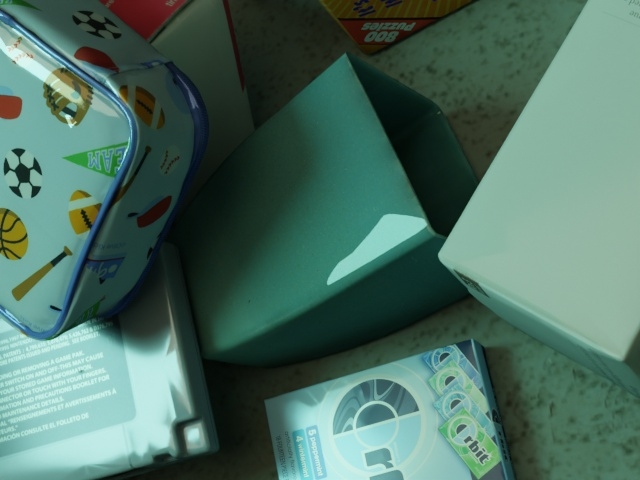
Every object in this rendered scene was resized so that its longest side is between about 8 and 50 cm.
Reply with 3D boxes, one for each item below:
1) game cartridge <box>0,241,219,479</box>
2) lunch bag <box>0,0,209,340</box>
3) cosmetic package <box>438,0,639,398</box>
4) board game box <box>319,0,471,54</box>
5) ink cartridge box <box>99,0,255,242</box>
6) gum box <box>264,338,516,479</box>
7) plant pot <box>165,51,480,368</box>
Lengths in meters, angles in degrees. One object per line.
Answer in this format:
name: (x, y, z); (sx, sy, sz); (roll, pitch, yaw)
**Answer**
game cartridge: (-0.234, 0.110, 1.059); (0.297, 0.062, 0.198); (-17, 71, 17)
lunch bag: (-0.243, -0.083, 0.974); (0.303, 0.115, 0.243); (38, 121, 18)
cosmetic package: (0.263, -0.089, 0.943); (0.156, 0.217, 0.385); (28, 88, 26)
board game box: (0.072, -0.437, 1.039); (0.356, 0.356, 0.356); (-27, 67, 13)
ink cartridge box: (-0.220, -0.148, 1.138); (0.306, 0.226, 0.131); (23, 56, 26)
gum box: (0.058, 0.180, 1.043); (0.184, 0.041, 0.157); (-18, 69, 16)
plant pot: (0.000, 0.000, 1.055); (0.234, 0.166, 0.165); (-34, 65, 21)
